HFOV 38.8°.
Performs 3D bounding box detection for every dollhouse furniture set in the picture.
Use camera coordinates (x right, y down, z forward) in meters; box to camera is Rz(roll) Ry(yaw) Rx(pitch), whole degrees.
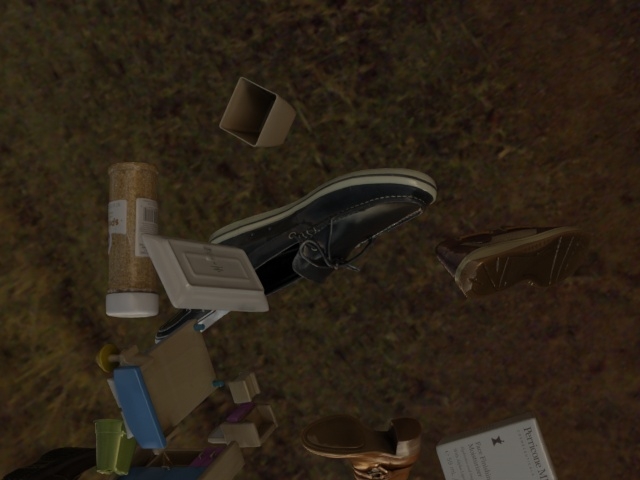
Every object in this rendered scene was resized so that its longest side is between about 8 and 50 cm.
[{"bbox_3d":[-0.261,0.260,1.534,0.198,0.286,0.304,-7,109,30],"label":"dollhouse furniture set"}]

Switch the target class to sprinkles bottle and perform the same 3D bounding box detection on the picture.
[{"bbox_3d":[-0.439,0.000,2.127,0.121,0.121,0.356,-14,74,55],"label":"sprinkles bottle"}]

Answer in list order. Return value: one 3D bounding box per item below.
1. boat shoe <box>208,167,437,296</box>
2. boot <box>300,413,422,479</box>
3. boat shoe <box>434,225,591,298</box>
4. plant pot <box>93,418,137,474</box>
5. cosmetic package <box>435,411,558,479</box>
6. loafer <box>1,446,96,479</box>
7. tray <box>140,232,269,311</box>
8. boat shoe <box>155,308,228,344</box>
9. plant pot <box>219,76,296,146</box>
[{"bbox_3d":[0.000,0.000,1.740,0.500,0.187,0.156,-21,62,24],"label":"boat shoe"},{"bbox_3d":[0.063,0.347,1.448,0.152,0.197,0.073,96,173,-47],"label":"boot"},{"bbox_3d":[0.349,0.015,1.638,0.123,0.342,0.123,43,133,41],"label":"boat shoe"},{"bbox_3d":[-0.330,0.334,1.462,0.083,0.079,0.083,4,158,2],"label":"plant pot"},{"bbox_3d":[0.319,0.407,1.622,0.151,0.183,0.151,29,-138,-76],"label":"cosmetic package"},{"bbox_3d":[-0.474,0.423,1.607,0.080,0.220,0.078,-4,94,29],"label":"loafer"},{"bbox_3d":[-0.185,0.052,1.557,0.030,0.270,0.145,-39,67,22],"label":"tray"},{"bbox_3d":[-0.269,0.135,2.108,0.105,0.306,0.113,56,-174,-17],"label":"boat shoe"},{"bbox_3d":[-0.113,-0.243,1.783,0.109,0.096,0.109,31,101,33],"label":"plant pot"}]
